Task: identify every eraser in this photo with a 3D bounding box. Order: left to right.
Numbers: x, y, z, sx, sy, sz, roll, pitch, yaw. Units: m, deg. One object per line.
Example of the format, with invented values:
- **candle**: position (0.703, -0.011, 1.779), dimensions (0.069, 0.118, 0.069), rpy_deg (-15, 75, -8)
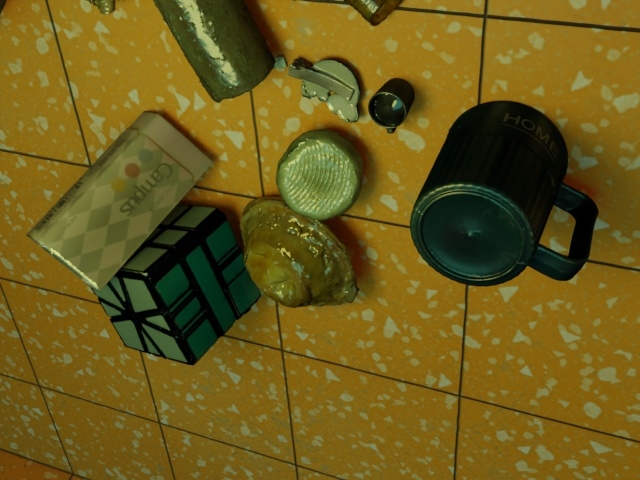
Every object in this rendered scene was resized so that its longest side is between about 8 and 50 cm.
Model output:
- **eraser**: position (-0.450, -0.096, 1.822), dimensions (0.213, 0.397, 0.082), rpy_deg (40, 164, -6)

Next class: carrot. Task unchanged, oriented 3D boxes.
- **carrot**: position (0.063, -0.469, 1.464), dimensions (0.173, 0.082, 0.082), rpy_deg (41, 133, -3)

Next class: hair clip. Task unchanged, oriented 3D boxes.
- **hair clip**: position (0.016, -0.317, 1.632), dimensions (0.172, 0.049, 0.116), rpy_deg (27, 138, 3)

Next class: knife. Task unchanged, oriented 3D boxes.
- **knife**: position (-0.112, -0.367, 1.684), dimensions (0.096, 0.010, 0.027), rpy_deg (-2, 122, 32)

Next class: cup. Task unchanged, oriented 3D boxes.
- **cup**: position (0.143, -0.263, 1.586), dimensions (0.078, 0.077, 0.100), rpy_deg (12, 129, 19)
- **cup**: position (0.331, -0.063, 1.498), dimensions (0.242, 0.292, 0.308), rpy_deg (-29, 107, 40)

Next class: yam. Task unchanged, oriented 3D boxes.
- **yam**: position (-0.211, -0.422, 1.592), dimensions (0.161, 0.161, 0.268), rpy_deg (-14, 115, 35)

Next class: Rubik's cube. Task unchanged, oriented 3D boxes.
- **Rubik's cube**: position (-0.360, 0.096, 1.962), dimensions (0.293, 0.283, 0.289), rpy_deg (6, 129, 37)

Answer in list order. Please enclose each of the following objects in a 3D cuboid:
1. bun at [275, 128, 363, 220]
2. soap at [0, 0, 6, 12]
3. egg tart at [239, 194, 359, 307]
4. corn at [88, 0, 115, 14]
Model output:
- **bun**: position (0.002, -0.146, 1.720), dimensions (0.195, 0.118, 0.196), rpy_deg (4, 114, 9)
- **soap**: position (-0.814, -0.593, 1.606), dimensions (0.350, 0.213, 0.435), rpy_deg (21, 171, 6)
- **egg tart**: position (-0.071, 0.046, 1.877), dimensions (0.341, 0.129, 0.341), rpy_deg (24, 137, 24)
- **corn**: position (-0.443, -0.619, 1.580), dimensions (0.130, 0.130, 0.347), rpy_deg (13, 127, 18)
